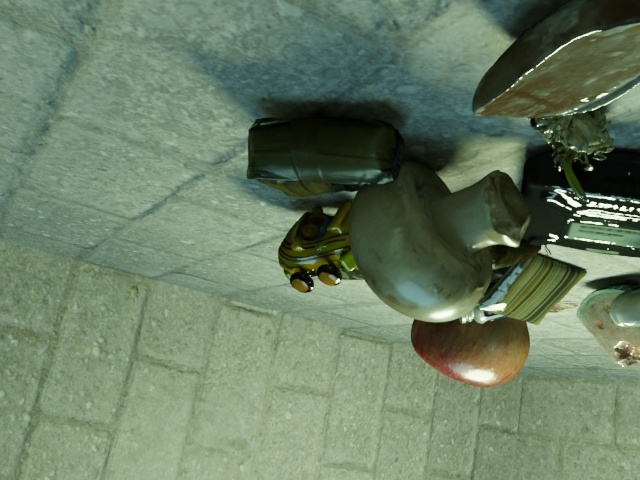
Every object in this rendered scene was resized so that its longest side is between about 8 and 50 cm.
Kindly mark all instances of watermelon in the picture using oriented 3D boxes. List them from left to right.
[{"bbox_3d":[0.814,0.213,1.682,0.148,0.226,0.318,-13,-175,-20],"label":"watermelon"}]

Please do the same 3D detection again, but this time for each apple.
[{"bbox_3d":[0.448,0.268,1.947,0.344,0.269,0.345,24,-169,-5],"label":"apple"}]

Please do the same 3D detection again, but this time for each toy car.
[{"bbox_3d":[0.000,0.000,1.513,0.248,0.200,0.142,-19,119,38],"label":"toy car"}]

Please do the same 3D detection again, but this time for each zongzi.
[{"bbox_3d":[0.034,-0.127,1.142,0.260,0.123,0.289,2,173,19],"label":"zongzi"},{"bbox_3d":[0.354,0.021,1.403,0.187,0.084,0.184,-7,175,-36],"label":"zongzi"}]

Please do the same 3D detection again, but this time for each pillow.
[{"bbox_3d":[0.528,0.122,1.664,0.212,0.052,0.208,17,124,-22],"label":"pillow"}]

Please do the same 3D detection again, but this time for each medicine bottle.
[{"bbox_3d":[0.462,0.161,1.783,0.191,0.107,0.107,-15,163,2],"label":"medicine bottle"}]

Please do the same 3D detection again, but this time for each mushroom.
[{"bbox_3d":[0.206,-0.018,1.136,0.290,0.297,0.297,-33,142,29],"label":"mushroom"}]

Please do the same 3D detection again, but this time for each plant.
[{"bbox_3d":[0.345,-0.124,0.925,0.116,0.122,0.104,7,178,-15],"label":"plant"}]

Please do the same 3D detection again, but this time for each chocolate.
[{"bbox_3d":[0.282,-0.210,0.714,0.157,0.080,0.254,-1,170,-17],"label":"chocolate"}]

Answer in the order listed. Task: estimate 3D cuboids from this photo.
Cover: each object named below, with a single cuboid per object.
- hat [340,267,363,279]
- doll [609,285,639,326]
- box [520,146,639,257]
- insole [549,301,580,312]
[{"bbox_3d":[0.193,0.109,1.747,0.366,0.257,0.381,25,140,-38],"label":"hat"},{"bbox_3d":[0.666,0.078,1.058,0.348,0.161,0.423,-21,170,10],"label":"doll"},{"bbox_3d":[0.519,-0.045,1.136,0.359,0.091,0.350,8,165,16],"label":"box"},{"bbox_3d":[0.753,0.209,2.077,0.065,0.004,0.197,11,165,-4],"label":"insole"}]
